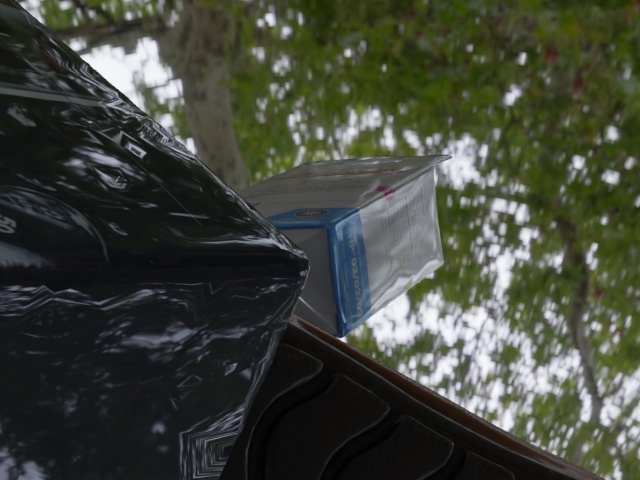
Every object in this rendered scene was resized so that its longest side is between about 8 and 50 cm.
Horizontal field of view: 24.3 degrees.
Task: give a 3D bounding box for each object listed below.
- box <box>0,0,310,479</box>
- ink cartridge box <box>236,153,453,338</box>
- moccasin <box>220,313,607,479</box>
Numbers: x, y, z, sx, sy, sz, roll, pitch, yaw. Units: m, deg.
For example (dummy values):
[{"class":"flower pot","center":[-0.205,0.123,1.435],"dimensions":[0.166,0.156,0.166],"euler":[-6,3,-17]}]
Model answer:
[{"class":"box","center":[-0.241,-0.012,0.425],"dimensions":[0.312,0.179,0.343],"euler":[2,-150,-46]},{"class":"ink cartridge box","center":[0.000,0.000,0.814],"dimensions":[0.104,0.181,0.061],"euler":[-1,-76,26]},{"class":"moccasin","center":[0.055,0.155,0.722],"dimensions":[0.380,0.147,0.139],"euler":[29,-99,-24]}]
